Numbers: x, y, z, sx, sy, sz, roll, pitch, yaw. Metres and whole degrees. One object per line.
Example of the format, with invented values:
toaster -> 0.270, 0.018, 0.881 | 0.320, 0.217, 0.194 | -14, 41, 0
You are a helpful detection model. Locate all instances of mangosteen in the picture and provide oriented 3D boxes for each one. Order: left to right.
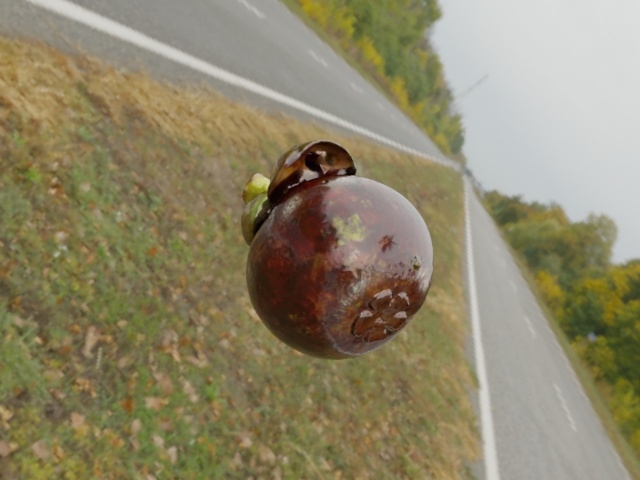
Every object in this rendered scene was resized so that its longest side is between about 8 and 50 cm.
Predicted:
mangosteen -> 0.011, 0.005, 0.678 | 0.145, 0.156, 0.181 | 16, 25, -22
